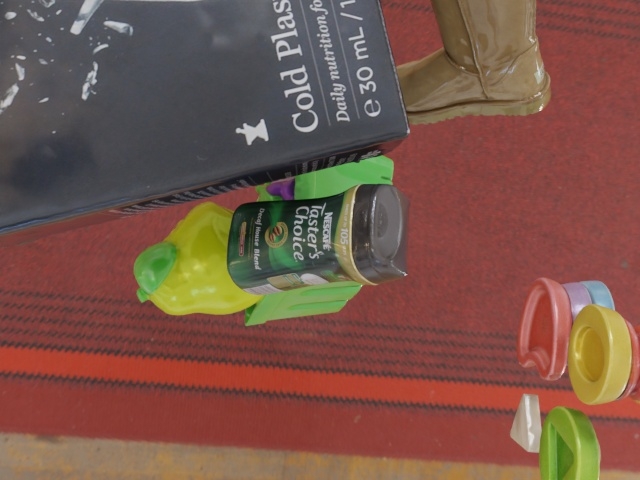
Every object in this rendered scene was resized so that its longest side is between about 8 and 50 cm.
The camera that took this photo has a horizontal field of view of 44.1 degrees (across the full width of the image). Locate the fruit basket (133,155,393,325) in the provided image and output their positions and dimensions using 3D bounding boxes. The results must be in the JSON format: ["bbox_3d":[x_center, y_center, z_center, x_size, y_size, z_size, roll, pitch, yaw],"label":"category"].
[{"bbox_3d":[-0.101,-0.006,1.252,0.393,0.392,0.282,6,67,-7],"label":"fruit basket"}]

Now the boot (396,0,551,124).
[{"bbox_3d":[0.136,-0.264,0.891,0.236,0.089,0.269,-1,138,25],"label":"boot"}]

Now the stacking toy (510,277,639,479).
[{"bbox_3d":[0.370,0.199,1.063,0.131,0.309,0.279,5,102,-4],"label":"stacking toy"}]

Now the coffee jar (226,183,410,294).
[{"bbox_3d":[0.000,0.000,0.787,0.185,0.079,0.096,-8,67,30],"label":"coffee jar"}]

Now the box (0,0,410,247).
[{"bbox_3d":[-0.199,-0.274,0.846,0.472,0.297,0.479,-14,93,0],"label":"box"}]
